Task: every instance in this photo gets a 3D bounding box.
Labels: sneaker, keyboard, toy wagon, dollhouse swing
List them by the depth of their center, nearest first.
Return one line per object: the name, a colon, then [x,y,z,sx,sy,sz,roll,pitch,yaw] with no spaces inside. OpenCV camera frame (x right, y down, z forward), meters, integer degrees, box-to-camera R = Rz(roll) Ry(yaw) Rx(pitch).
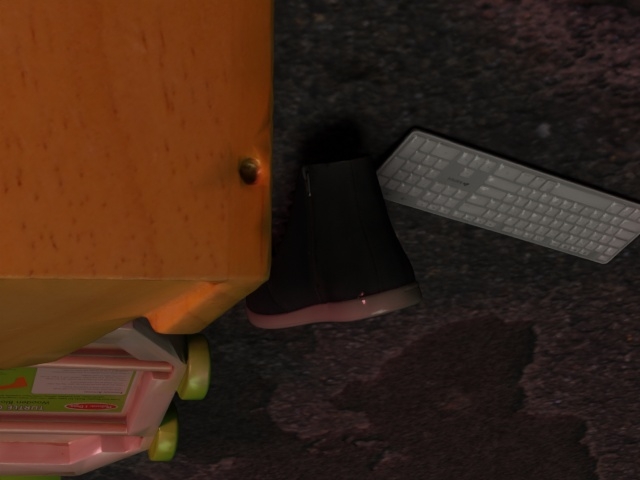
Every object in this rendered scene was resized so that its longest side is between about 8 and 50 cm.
dollhouse swing: [-0.249,-0.066,0.863,0.347,0.315,0.305,1,180,-30]
sneaker: [0.000,0.000,1.109,0.083,0.118,0.222,-13,-179,-28]
keyboard: [0.152,-0.031,1.141,0.256,0.014,0.072,15,140,-32]
toy wagon: [-0.253,0.147,1.268,0.267,0.068,0.344,4,145,-18]
